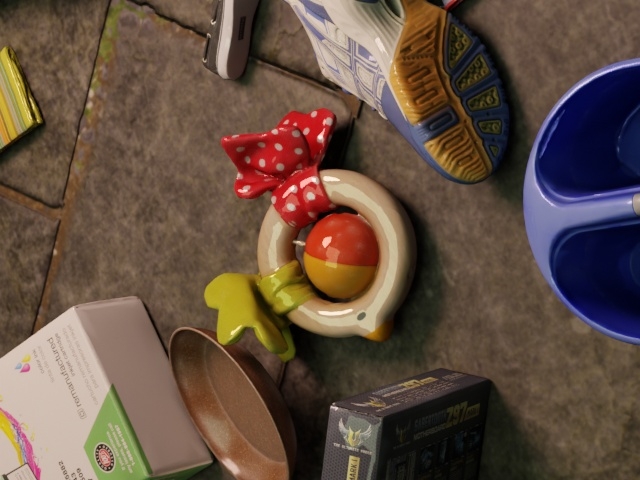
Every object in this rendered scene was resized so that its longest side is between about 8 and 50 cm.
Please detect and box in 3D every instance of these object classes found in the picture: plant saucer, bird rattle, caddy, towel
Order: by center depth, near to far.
[{"bbox_3d":[0.335,-0.041,1.592,0.341,0.179,0.241,-10,89,34],"label":"caddy"},{"bbox_3d":[0.000,0.000,1.888,0.207,0.143,0.253,14,89,21],"label":"bird rattle"},{"bbox_3d":[-0.081,0.167,1.938,0.198,0.036,0.198,41,147,33],"label":"plant saucer"},{"bbox_3d":[-0.411,-0.121,2.195,0.237,0.021,0.102,-32,71,33],"label":"towel"}]

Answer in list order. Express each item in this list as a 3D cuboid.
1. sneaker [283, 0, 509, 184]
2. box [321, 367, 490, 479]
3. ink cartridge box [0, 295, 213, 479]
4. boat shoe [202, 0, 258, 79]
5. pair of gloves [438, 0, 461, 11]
[{"bbox_3d":[0.068,-0.172,1.825,0.296,0.112,0.131,59,149,8],"label":"sneaker"},{"bbox_3d":[0.075,0.224,1.759,0.059,0.233,0.183,12,101,27],"label":"box"},{"bbox_3d":[-0.279,0.214,2.071,0.278,0.117,0.201,-34,75,32],"label":"ink cartridge box"},{"bbox_3d":[-0.092,-0.234,1.946,0.040,0.049,0.142,21,108,32],"label":"boat shoe"},{"bbox_3d":[0.129,-0.314,1.803,0.198,0.023,0.159,-41,72,33],"label":"pair of gloves"}]
